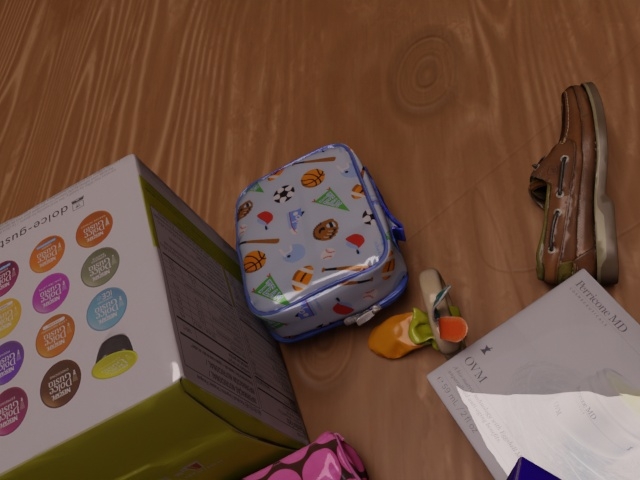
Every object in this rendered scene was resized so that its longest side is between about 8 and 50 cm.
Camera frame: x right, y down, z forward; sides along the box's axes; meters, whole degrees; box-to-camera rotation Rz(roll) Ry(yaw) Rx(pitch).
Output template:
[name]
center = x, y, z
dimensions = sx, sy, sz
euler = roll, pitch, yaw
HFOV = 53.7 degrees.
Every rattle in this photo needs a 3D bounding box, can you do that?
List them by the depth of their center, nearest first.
[rattle]
center = 0.113, 0.107, 0.792
dimensions = 0.142, 0.199, 0.130
euler = -3, 96, 13

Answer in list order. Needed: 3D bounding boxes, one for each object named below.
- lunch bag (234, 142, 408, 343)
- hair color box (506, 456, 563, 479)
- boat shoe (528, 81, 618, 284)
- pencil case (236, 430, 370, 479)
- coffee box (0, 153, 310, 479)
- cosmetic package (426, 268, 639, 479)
[lunch bag]
center = 0.000, 0.000, 0.945
dimensions = 0.243, 0.115, 0.304
euler = -24, 46, 8
[hair color box]
center = 0.179, 0.392, 0.551
dimensions = 0.185, 0.110, 0.339
euler = 27, 101, 19
[boat shoe]
center = 0.336, -0.086, 0.862
dimensions = 0.104, 0.111, 0.308
euler = -4, 60, 21
[pencil case]
center = -0.043, 0.320, 0.802
dimensions = 0.209, 0.095, 0.098
euler = -28, 66, 3
[coffee box]
center = -0.265, 0.164, 0.842
dimensions = 0.337, 0.338, 0.335
euler = -28, 55, 7
[cosmetic package]
center = 0.280, 0.196, 0.705
dimensions = 0.224, 0.138, 0.224
euler = -34, 54, 0
